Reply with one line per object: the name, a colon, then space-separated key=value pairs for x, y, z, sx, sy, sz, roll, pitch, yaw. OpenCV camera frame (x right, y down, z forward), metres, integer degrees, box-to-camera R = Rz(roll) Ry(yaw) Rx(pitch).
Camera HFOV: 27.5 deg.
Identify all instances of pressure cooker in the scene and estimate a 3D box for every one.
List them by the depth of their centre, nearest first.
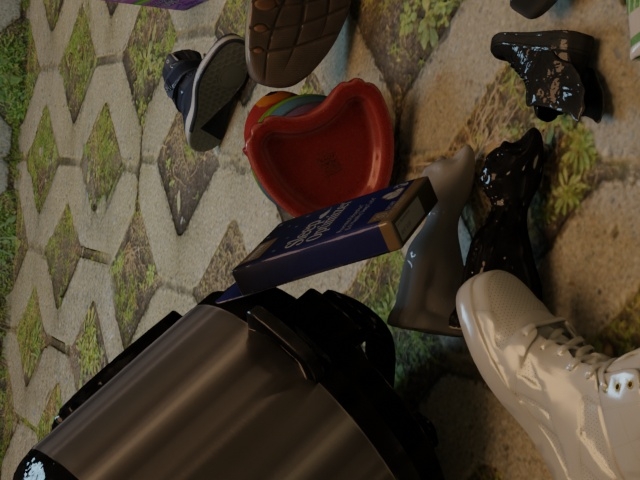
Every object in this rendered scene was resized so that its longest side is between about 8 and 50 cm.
pressure cooker: x=-0.071 y=0.253 z=1.429 sx=0.375 sy=0.420 sz=0.370 roll=54 pitch=159 yaw=-15

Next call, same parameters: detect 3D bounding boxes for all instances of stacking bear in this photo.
stacking bear: x=-0.024 y=-0.119 z=1.662 sx=0.164 sy=0.175 sz=0.289 roll=67 pitch=171 yaw=-17

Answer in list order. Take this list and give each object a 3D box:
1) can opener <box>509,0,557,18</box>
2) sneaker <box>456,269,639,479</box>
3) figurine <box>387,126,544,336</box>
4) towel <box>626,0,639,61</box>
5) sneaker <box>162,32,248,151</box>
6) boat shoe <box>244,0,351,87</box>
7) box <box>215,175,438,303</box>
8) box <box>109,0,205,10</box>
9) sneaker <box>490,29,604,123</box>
can opener: x=0.230 y=-0.346 z=1.230 sx=0.093 sy=0.074 sz=0.280 roll=39 pitch=138 yaw=27
sneaker: x=0.242 y=0.112 z=1.136 sx=0.292 sy=0.108 sz=0.169 roll=59 pitch=138 yaw=25
figurine: x=0.158 y=-0.005 z=1.368 sx=0.215 sy=0.092 sz=0.209 roll=-5 pitch=75 yaw=64
towel: x=0.322 y=-0.341 z=1.107 sx=0.248 sy=0.038 sz=0.325 roll=147 pitch=122 yaw=-60
sneaker: x=-0.186 y=-0.277 z=2.080 sx=0.226 sy=0.086 sz=0.163 roll=-62 pitch=38 yaw=42
boat shoe: x=-0.021 y=-0.373 z=1.730 sx=0.130 sy=0.132 sz=0.355 roll=-156 pitch=83 yaw=-77
box: x=0.000 y=0.000 z=1.357 sx=0.225 sy=0.136 sz=0.036 roll=-19 pitch=104 yaw=27
box: x=-0.316 y=-0.513 z=2.192 sx=0.117 sy=0.243 sz=0.213 roll=-1 pitch=87 yaw=64
sneaker: x=0.218 y=-0.159 z=1.282 sx=0.170 sy=0.051 sz=0.089 roll=10 pitch=92 yaw=60
